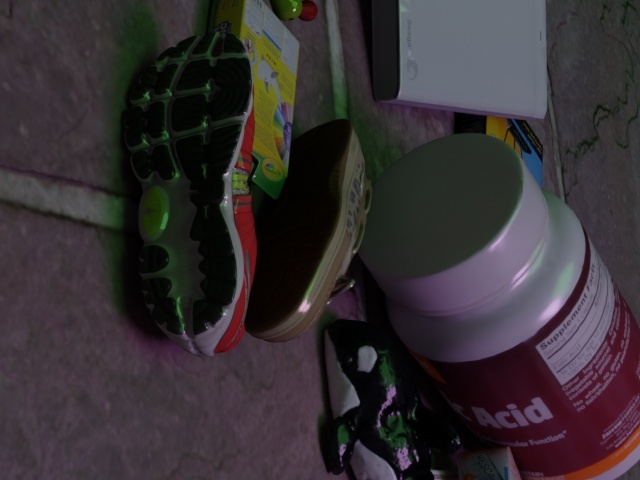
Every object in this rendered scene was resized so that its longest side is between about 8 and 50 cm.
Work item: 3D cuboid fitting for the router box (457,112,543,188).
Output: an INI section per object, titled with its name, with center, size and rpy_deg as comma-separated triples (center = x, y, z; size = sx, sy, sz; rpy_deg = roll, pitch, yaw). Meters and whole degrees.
[router box]
center = 0.229, -0.110, 1.925
size = 0.179, 0.046, 0.133
rpy_deg = 45, 43, -47

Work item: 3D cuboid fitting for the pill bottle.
[pill bottle]
center = 0.206, 0.082, 1.616
size = 0.392, 0.224, 0.224
rpy_deg = 52, 37, -39

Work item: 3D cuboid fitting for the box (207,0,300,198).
[box]
center = -0.066, -0.133, 1.390
size = 0.105, 0.043, 0.179
rpy_deg = 44, 40, -47

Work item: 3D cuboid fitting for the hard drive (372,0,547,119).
[hard drive]
center = 0.169, -0.253, 1.785
size = 0.307, 0.040, 0.203
rpy_deg = 1, 88, -50

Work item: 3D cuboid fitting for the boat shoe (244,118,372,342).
[boat shoe]
center = 0.000, 0.000, 1.392
size = 0.089, 0.104, 0.285
rpy_deg = 57, 34, -30

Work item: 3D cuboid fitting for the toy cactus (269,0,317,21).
[toy cactus]
center = -0.069, -0.304, 1.407
size = 0.180, 0.112, 0.219
rpy_deg = -24, 109, -52

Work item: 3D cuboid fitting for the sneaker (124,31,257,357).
[sneaker]
center = -0.100, -0.037, 1.260
size = 0.118, 0.107, 0.279
rpy_deg = 59, 31, -67

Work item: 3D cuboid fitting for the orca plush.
[orca plush]
center = 0.083, 0.213, 1.465
size = 0.151, 0.102, 0.287
rpy_deg = 11, 70, -60

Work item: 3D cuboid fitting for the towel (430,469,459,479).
[towel]
center = 0.133, 0.337, 1.589
size = 0.144, 0.029, 0.197
rpy_deg = 13, 68, -61

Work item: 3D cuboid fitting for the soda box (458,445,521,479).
[soda box]
center = 0.199, 0.304, 1.656
size = 0.063, 0.058, 0.183
rpy_deg = -85, 158, -44
